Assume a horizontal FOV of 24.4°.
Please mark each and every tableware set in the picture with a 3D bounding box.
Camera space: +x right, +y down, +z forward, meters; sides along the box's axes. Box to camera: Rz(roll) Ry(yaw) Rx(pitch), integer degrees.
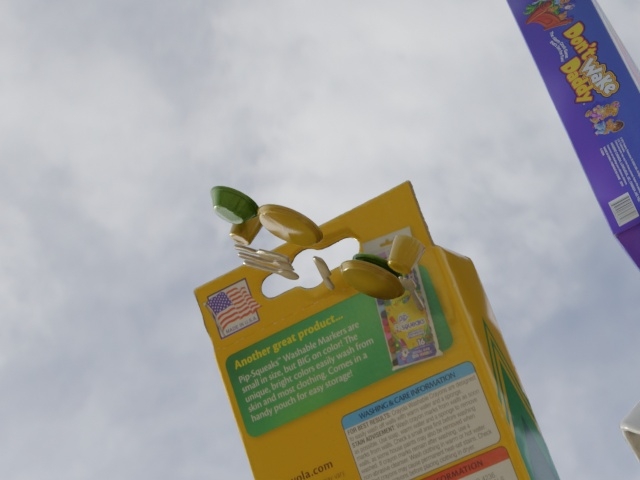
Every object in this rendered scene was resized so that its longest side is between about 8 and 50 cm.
[{"bbox_3d":[0.000,0.000,1.017,0.154,0.024,0.104,13,-26,25],"label":"tableware set"}]

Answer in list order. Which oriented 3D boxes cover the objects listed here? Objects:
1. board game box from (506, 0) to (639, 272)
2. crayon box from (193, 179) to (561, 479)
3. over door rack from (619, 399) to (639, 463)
[{"bbox_3d":[0.307,-0.084,1.444,0.078,0.347,0.233,-30,-45,15],"label":"board game box"},{"bbox_3d":[0.052,0.145,1.102,0.203,0.083,0.322,-27,-109,20],"label":"crayon box"},{"bbox_3d":[0.126,0.193,0.254,0.239,0.324,0.108,-45,-44,-18],"label":"over door rack"}]
